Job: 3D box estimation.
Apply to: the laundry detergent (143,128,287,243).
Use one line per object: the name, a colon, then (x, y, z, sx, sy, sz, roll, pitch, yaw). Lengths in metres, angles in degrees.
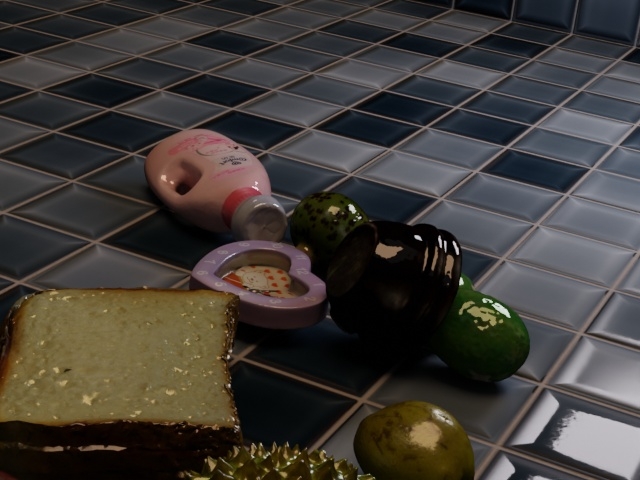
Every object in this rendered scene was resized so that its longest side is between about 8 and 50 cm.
laundry detergent: (-0.150, -0.076, 1.870, 0.159, 0.087, 0.335, -27, 31, -15)

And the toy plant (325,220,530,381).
toy plant: (0.134, 0.076, 1.546, 0.235, 0.175, 0.218, 26, 11, -20)

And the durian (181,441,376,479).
durian: (-0.037, 0.266, 1.057, 0.200, 0.176, 0.237, 42, 26, 23)

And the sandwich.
sandwich: (-0.218, 0.155, 1.345, 0.271, 0.099, 0.301, -1, 27, -5)

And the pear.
pear: (0.096, 0.216, 1.274, 0.107, 0.107, 0.131, -15, 39, -40)

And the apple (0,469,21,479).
apple: (-0.254, 0.285, 0.815, 0.317, 0.288, 0.288, 34, 32, 17)

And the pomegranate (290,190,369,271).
pomegranate: (0.000, 0.000, 1.748, 0.161, 0.122, 0.122, -40, 45, -24)

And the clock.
clock: (-0.086, 0.067, 1.616, 0.172, 0.064, 0.198, -2, 25, -18)
